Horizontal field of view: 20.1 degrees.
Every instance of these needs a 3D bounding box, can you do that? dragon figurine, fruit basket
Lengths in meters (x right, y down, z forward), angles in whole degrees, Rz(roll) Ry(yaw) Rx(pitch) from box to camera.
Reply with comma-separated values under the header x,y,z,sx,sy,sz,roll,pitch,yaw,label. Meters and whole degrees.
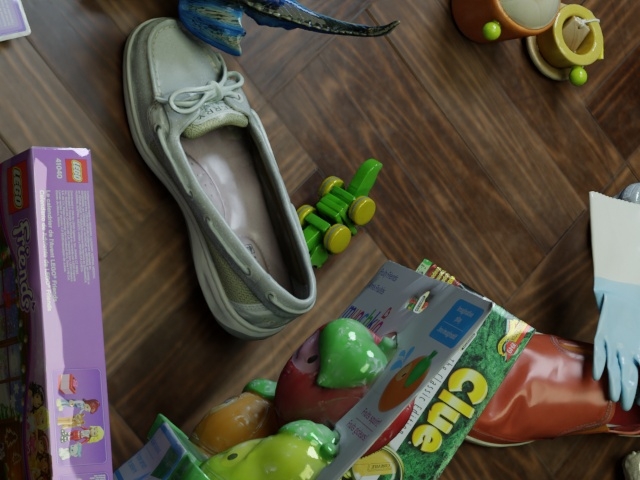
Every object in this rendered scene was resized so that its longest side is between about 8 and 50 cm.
x,y,z,sx,sy,sz,roll,pitch,yaw,label
-0.078,-0.231,1.680,0.289,0.085,0.144,35,36,19,dragon figurine
-0.030,0.154,1.486,0.165,0.327,0.353,38,87,-13,fruit basket

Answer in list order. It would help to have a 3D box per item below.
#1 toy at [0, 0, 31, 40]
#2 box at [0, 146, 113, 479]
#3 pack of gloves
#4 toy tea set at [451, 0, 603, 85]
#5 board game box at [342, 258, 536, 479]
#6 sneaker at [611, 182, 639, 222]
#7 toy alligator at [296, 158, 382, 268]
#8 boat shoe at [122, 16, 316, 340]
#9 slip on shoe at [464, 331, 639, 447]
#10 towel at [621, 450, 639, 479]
x,y,z,sx,sy,sz,roll,pitch,yaw,label
-0.369,-0.225,1.562,0.237,0.056,0.137,-17,89,-34,toy
-0.246,0.084,1.496,0.057,0.201,0.293,0,80,-33,box
0.367,0.072,1.878,0.195,0.046,0.232,14,68,-30,pack of gloves
0.246,-0.343,1.945,0.200,0.124,0.336,7,77,-32,toy tea set
0.089,0.151,1.762,0.136,0.030,0.260,33,65,6,board game box
0.386,0.058,1.980,0.094,0.091,0.258,-27,91,-36,sneaker
0.000,0.000,1.767,0.190,0.056,0.051,-49,142,-12,toy alligator
-0.088,-0.068,1.677,0.118,0.103,0.320,-12,78,-34,boat shoe
0.258,0.154,1.873,0.331,0.101,0.123,5,81,-30,slip on shoe
0.450,0.306,2.002,0.282,0.049,0.187,-4,81,-35,towel
